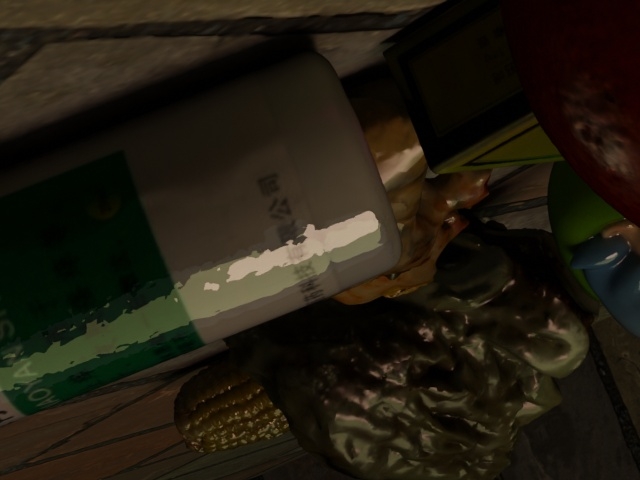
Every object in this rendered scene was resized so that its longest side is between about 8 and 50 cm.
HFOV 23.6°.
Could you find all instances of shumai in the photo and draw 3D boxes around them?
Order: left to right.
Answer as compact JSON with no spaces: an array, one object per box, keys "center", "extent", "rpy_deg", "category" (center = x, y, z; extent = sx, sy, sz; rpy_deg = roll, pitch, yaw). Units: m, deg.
[{"center":[0.074,0.058,1.063],"extent":[0.218,0.189,0.256],"rpy_deg":[-44,147,18],"category":"shumai"}]

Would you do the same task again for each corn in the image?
[{"center":[0.026,0.100,1.311],"extent":[0.319,0.097,0.097],"rpy_deg":[-21,170,2],"category":"corn"}]

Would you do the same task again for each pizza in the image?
[{"center":[0.000,-0.001,0.779],"extent":[0.189,0.071,0.297],"rpy_deg":[-23,170,5],"category":"pizza"}]

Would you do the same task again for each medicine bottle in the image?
[{"center":[-0.103,0.014,0.581],"extent":[0.260,0.095,0.095],"rpy_deg":[-21,170,0],"category":"medicine bottle"}]

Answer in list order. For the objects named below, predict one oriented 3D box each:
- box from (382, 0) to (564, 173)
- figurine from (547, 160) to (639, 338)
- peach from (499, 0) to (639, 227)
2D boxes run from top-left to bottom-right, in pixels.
[{"center":[0.152,-0.100,0.600],"extent":[0.220,0.064,0.141],"rpy_deg":[-31,166,36],"category":"box"},{"center":[0.210,-0.040,0.863],"extent":[0.162,0.143,0.263],"rpy_deg":[-28,154,-7],"category":"figurine"},{"center":[0.138,-0.073,0.409],"extent":[0.197,0.197,0.197],"rpy_deg":[-21,170,-4],"category":"peach"}]
